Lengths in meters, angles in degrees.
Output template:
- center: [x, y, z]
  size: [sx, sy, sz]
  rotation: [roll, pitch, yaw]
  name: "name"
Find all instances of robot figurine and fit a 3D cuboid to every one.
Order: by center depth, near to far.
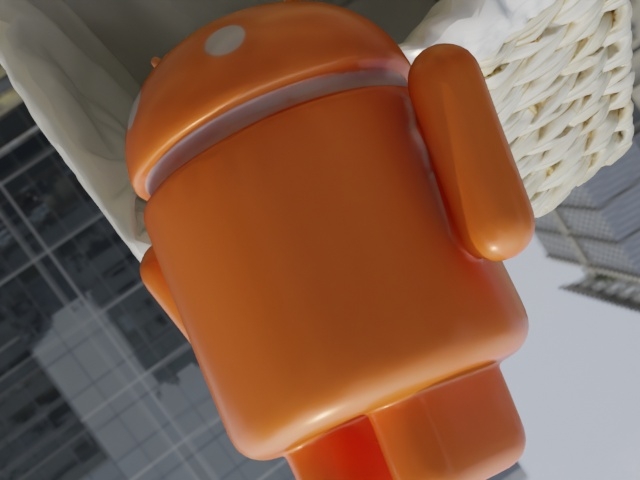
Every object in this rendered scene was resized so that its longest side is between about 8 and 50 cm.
- center: [-0.002, 0.001, 0.421]
  size: [0.128, 0.219, 0.158]
  rotation: [-20, 168, -15]
  name: "robot figurine"

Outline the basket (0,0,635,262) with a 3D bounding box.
- center: [-0.005, -0.129, 0.708]
  size: [0.328, 0.331, 0.266]
  rotation: [-38, 145, -1]
  name: "basket"
